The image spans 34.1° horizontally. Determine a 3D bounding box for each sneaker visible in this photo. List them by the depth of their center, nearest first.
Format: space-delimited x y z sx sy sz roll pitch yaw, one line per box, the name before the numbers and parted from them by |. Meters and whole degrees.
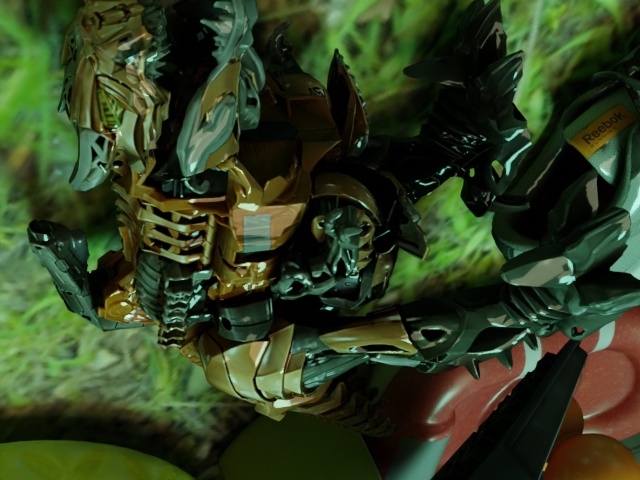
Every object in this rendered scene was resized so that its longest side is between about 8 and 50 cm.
sneaker | 0.196 -0.072 0.546 0.108 0.100 0.271 17 119 -41

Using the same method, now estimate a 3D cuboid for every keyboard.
keyboard | 0.017 0.190 0.521 0.317 0.033 0.201 -59 173 36

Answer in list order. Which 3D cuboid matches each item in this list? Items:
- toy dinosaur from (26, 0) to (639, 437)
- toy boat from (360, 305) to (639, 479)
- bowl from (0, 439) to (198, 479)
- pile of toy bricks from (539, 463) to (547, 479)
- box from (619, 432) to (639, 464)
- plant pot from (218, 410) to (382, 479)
toy dinosaur | 0.000 0.000 0.462 0.218 0.164 0.322 -20 165 0
toy boat | 0.145 0.117 0.659 0.231 0.151 0.151 -13 137 -28
bowl | -0.160 0.255 0.526 0.290 0.156 0.289 -14 133 -15
pile of toy bricks | 0.171 0.233 0.841 0.118 0.105 0.212 -18 139 -23
box | 0.282 0.256 1.012 0.145 0.038 0.186 -8 134 -32
plant pot | -0.015 0.149 0.629 0.083 0.081 0.081 -18 140 -12
